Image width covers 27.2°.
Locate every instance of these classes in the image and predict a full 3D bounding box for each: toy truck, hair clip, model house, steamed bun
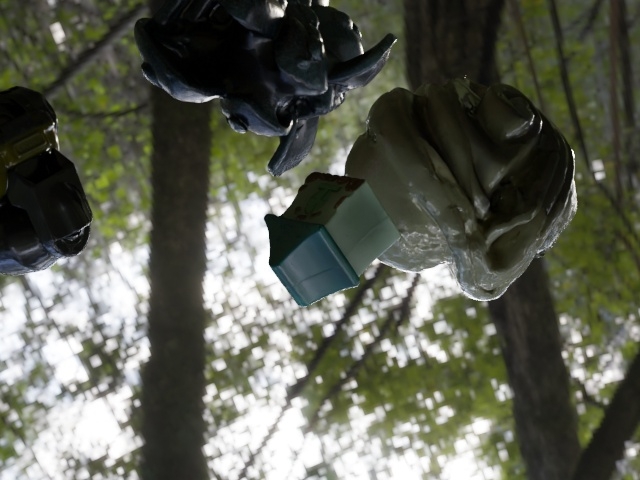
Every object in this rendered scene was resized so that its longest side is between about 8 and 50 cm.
[{"bbox_3d":[-0.322,-0.029,1.224,0.224,0.165,0.147,-25,-171,34],"label":"toy truck"},{"bbox_3d":[-0.054,-0.197,1.382,0.194,0.206,0.310,-50,177,22],"label":"hair clip"},{"bbox_3d":[0.000,0.000,1.635,0.149,0.100,0.127,-47,-150,-20],"label":"model house"},{"bbox_3d":[0.224,-0.100,1.924,0.247,0.352,0.339,-44,-166,48],"label":"steamed bun"}]
